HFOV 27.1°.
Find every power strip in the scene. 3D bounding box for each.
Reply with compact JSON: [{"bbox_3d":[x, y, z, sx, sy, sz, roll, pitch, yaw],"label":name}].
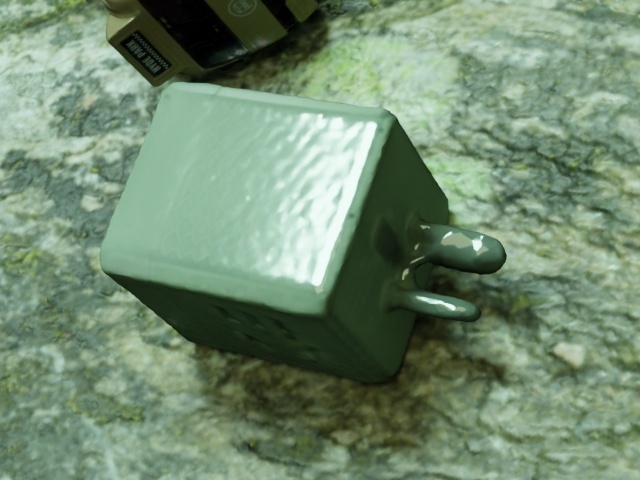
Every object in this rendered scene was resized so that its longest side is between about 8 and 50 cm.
[{"bbox_3d":[0.000,0.000,0.834,0.224,0.140,0.139,10,68,27],"label":"power strip"}]

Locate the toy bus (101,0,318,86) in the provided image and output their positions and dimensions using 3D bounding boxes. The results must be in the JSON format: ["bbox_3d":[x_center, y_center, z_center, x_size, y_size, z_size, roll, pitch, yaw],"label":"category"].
[{"bbox_3d":[-0.125,-0.258,1.015,0.157,0.139,0.289,-36,56,7],"label":"toy bus"}]
